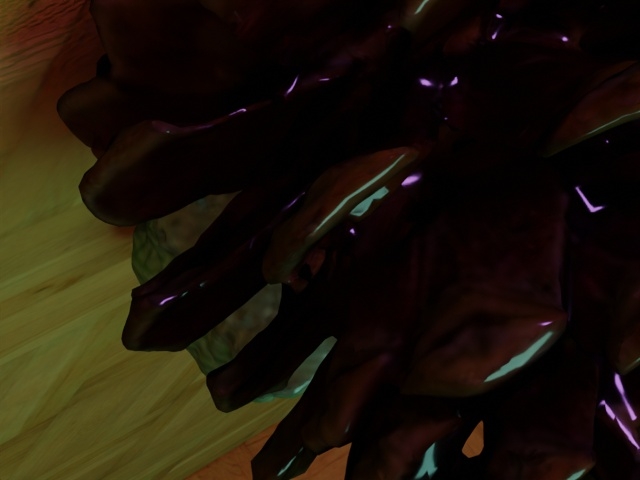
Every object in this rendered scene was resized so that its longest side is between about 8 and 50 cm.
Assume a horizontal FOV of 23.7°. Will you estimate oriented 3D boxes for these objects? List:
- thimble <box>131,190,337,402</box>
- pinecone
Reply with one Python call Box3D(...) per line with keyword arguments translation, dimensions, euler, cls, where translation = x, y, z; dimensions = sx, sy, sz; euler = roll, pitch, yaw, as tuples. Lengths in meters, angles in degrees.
Box3D(translation=(0.000, 0.000, 0.930), dimensions=(0.219, 0.150, 0.219), euler=(-35, 171, -6), cls="thimble")
Box3D(translation=(0.099, -0.001, 0.644), dimensions=(0.384, 0.384, 0.384), euler=(-34, 170, -7), cls="pinecone")
